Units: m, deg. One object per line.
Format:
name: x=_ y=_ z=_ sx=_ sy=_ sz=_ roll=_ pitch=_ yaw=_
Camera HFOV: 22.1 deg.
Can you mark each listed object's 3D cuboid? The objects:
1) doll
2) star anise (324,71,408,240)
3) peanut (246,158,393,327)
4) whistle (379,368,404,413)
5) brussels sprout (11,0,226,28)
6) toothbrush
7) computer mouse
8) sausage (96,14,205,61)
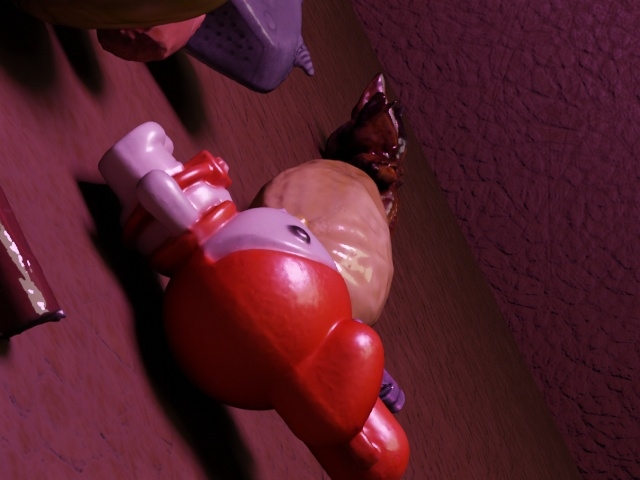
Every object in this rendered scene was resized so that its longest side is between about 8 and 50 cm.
doll: x=-0.041 y=0.050 z=1.100 sx=0.290 sy=0.130 sz=0.161 roll=51 pitch=-5 yaw=8
star anise: x=0.056 y=-0.086 z=2.104 sx=0.272 sy=0.102 sz=0.272 roll=2 pitch=90 yaw=-81
peanut: x=0.000 y=0.000 z=1.422 sx=0.147 sy=0.147 sz=0.319 roll=62 pitch=13 yaw=-12
whistle: x=0.043 y=0.128 z=1.631 sx=0.176 sy=0.033 sz=0.033 roll=50 pitch=17 yaw=-53
brussels sprout: x=-0.124 y=-0.276 z=1.087 sx=0.227 sy=0.294 sz=0.259 roll=35 pitch=26 yaw=-46
toothbrush: x=-0.226 y=-0.116 z=0.833 sx=0.364 sy=0.041 sz=0.041 roll=64 pitch=10 yaw=-1
computer mouse: x=-0.132 y=-0.275 z=1.440 sx=0.371 sy=0.122 sz=0.188 roll=52 pitch=27 yaw=-24
sausage: x=-0.122 y=-0.331 z=1.275 sx=0.094 sy=0.094 sz=0.419 roll=19 pitch=66 yaw=-43
